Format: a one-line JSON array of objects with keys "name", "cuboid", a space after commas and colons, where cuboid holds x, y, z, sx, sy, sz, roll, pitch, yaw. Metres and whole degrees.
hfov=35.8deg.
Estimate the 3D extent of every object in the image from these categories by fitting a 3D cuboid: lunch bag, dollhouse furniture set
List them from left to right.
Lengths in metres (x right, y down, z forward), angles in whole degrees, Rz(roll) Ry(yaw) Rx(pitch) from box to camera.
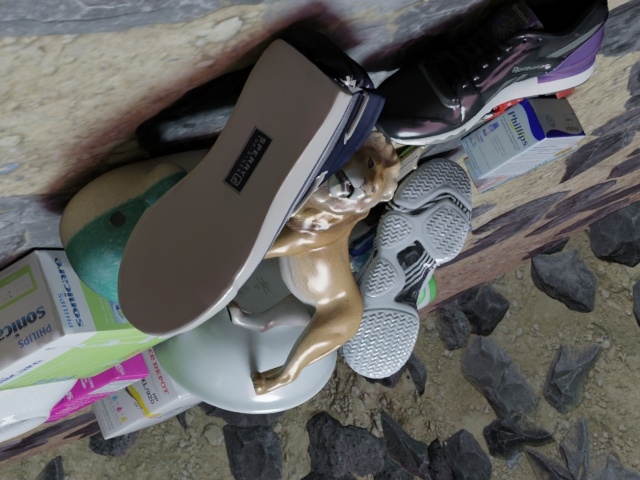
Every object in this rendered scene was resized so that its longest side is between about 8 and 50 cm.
[{"name": "dollhouse furniture set", "cuboid": [0.080, -0.102, 1.455, 0.152, 0.058, 0.076, -40, 166, -19]}, {"name": "lunch bag", "cuboid": [0.153, -0.003, 1.788, 0.219, 0.090, 0.176, -29, -178, -3]}]

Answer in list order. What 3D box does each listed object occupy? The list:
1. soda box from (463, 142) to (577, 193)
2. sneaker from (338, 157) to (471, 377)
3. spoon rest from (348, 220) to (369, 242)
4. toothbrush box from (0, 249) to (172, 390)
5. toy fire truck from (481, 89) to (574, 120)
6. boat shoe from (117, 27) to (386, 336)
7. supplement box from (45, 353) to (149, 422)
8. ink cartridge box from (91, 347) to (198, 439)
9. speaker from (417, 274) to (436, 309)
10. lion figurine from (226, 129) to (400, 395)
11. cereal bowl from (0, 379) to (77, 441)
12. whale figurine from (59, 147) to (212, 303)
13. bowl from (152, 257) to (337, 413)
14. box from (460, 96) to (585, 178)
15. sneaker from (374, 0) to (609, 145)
[{"name": "soda box", "cuboid": [0.336, -0.145, 1.663, 0.183, 0.058, 0.063, -25, 168, 10]}, {"name": "sneaker", "cuboid": [0.116, 0.039, 1.614, 0.137, 0.365, 0.210, 24, 174, -11]}, {"name": "spoon rest", "cuboid": [0.000, 0.000, 1.608, 0.137, 0.084, 0.276, -26, 167, 13]}, {"name": "toothbrush box", "cuboid": [-0.342, 0.108, 1.343, 0.206, 0.122, 0.283, -28, 168, 24]}, {"name": "toy fire truck", "cuboid": [0.255, -0.207, 1.258, 0.135, 0.047, 0.192, -26, 167, 11]}, {"name": "boat shoe", "cuboid": [-0.058, -0.046, 0.990, 0.340, 0.127, 0.158, -51, 163, 17]}, {"name": "supplement box", "cuboid": [-0.433, 0.233, 1.750, 0.220, 0.111, 0.114, -27, 167, 16]}, {"name": "ink cartridge box", "cuboid": [-0.316, 0.252, 1.911, 0.233, 0.171, 0.168, -31, 166, 33]}, {"name": "speaker", "cuboid": [0.122, 0.139, 2.347, 0.297, 0.131, 0.131, -19, 168, -20]}, {"name": "lion figurine", "cuboid": [-0.008, 0.034, 1.308, 0.240, 0.142, 0.392, -17, 134, -12]}, {"name": "cereal bowl", "cuboid": [-0.522, 0.238, 1.538, 0.339, 0.141, 0.339, -21, 167, -5]}, {"name": "whale figurine", "cuboid": [-0.145, -0.021, 1.093, 0.272, 0.141, 0.216, -23, 168, -8]}, {"name": "bowl", "cuboid": [-0.103, 0.104, 1.504, 0.298, 0.298, 0.134, -15, 142, -33]}, {"name": "box", "cuboid": [0.311, -0.158, 1.523, 0.126, 0.072, 0.137, -9, 163, -48]}, {"name": "sneaker", "cuboid": [0.178, -0.204, 1.064, 0.283, 0.107, 0.124, -24, 154, -14]}]
